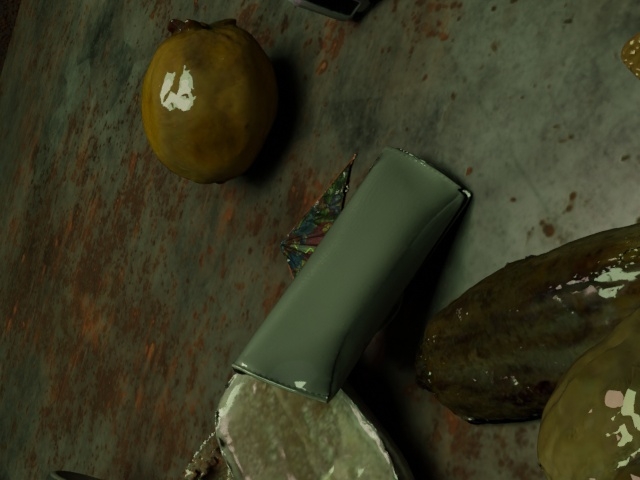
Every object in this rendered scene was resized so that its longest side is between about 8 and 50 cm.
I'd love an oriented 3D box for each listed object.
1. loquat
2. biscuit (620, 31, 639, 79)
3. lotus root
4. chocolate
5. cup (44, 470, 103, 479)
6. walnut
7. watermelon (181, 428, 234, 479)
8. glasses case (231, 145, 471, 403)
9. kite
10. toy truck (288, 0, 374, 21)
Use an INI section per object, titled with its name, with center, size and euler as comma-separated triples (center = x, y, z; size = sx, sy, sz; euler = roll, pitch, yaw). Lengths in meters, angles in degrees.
[loquat]
center = -0.161, -0.199, 1.206
size = 0.238, 0.193, 0.238
euler = 176, 90, -71
[biscuit]
center = 0.346, -0.149, 0.633
size = 0.250, 0.035, 0.162
euler = 11, 83, 50
[lotus root]
center = 0.190, 0.077, 0.733
size = 0.329, 0.078, 0.167
euler = -27, 56, 46
[chocolate]
center = 0.000, 0.241, 0.906
size = 0.185, 0.100, 0.303
euler = -47, 45, 12
[cup]
center = -0.391, 0.502, 1.300
size = 0.301, 0.228, 0.257
euler = 130, 161, -76
[walnut]
center = 0.251, 0.131, 0.532
size = 0.245, 0.198, 0.198
euler = -38, 48, 22
[watermelon]
center = -0.109, 0.279, 1.081
size = 0.101, 0.080, 0.155
euler = 23, 79, 38
[glasses case]
center = 0.042, 0.043, 0.883
size = 0.128, 0.083, 0.308
euler = 23, 68, 36
[kite]
center = 0.000, 0.000, 1.071
size = 0.189, 0.009, 0.232
euler = 3, 81, 54
[toy truck]
center = -0.001, -0.415, 1.122
size = 0.155, 0.124, 0.267
euler = -46, 43, 45
